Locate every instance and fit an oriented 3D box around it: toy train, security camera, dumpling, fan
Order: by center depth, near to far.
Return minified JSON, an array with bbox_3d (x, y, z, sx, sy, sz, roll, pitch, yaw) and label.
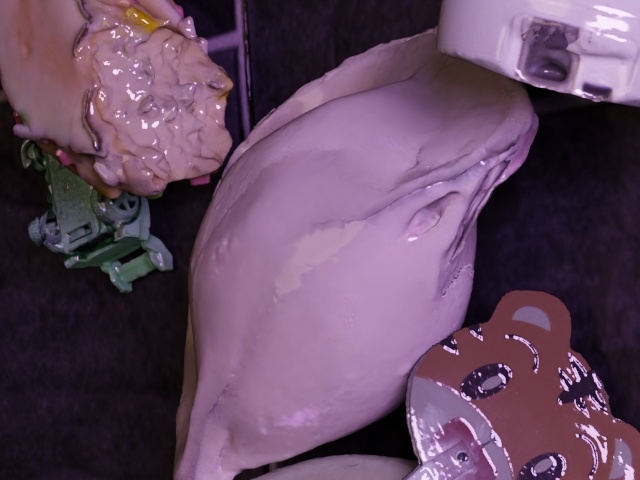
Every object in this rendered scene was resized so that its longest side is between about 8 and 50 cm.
[{"bbox_3d":[0.182,-0.200,1.168,0.195,0.195,0.236,21,99,41],"label":"security camera"},{"bbox_3d":[0.088,0.136,1.243,0.152,0.227,0.008,58,166,10],"label":"fan"},{"bbox_3d":[-0.001,0.003,1.352,0.260,0.181,0.341,-107,28,-50],"label":"dumpling"},{"bbox_3d":[-0.175,-0.040,1.569,0.099,0.081,0.149,-28,65,41],"label":"toy train"}]

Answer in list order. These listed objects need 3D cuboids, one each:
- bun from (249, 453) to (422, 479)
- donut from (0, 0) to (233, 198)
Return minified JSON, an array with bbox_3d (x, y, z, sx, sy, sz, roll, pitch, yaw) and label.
[{"bbox_3d":[0.025,0.291,1.289,0.293,0.293,0.187,42,157,35],"label":"bun"},{"bbox_3d":[-0.109,-0.231,1.444,0.307,0.150,0.371,48,117,36],"label":"donut"}]
